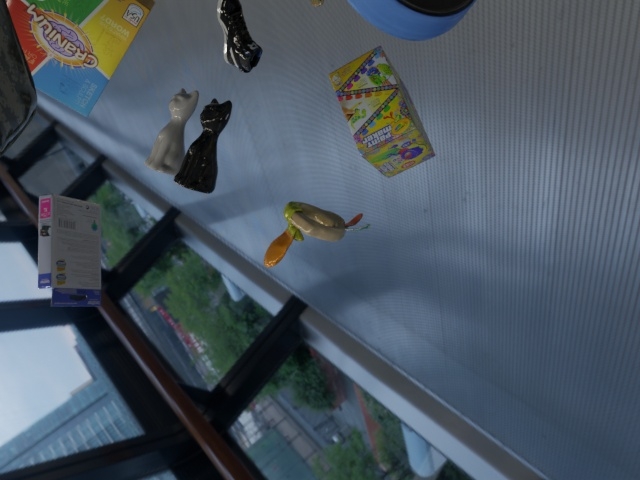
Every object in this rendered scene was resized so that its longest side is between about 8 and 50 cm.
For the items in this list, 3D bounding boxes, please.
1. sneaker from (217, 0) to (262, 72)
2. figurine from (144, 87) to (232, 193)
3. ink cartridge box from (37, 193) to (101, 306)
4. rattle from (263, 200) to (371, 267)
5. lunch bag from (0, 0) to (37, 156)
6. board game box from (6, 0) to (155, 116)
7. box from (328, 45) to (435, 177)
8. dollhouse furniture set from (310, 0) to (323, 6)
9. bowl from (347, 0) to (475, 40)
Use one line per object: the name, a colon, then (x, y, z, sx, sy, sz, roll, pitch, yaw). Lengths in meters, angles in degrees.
sneaker: (-0.211, -0.569, 1.440, 0.121, 0.079, 0.217, 35, 148, 24)
figurine: (-0.298, -0.239, 1.199, 0.215, 0.092, 0.209, 28, 101, 37)
ink cartridge box: (-0.713, 0.035, 1.495, 0.186, 0.065, 0.311, 18, -116, -69)
rattle: (0.000, 0.000, 1.072, 0.130, 0.199, 0.143, 19, 98, 36)
lunch bag: (-0.587, -0.275, 0.723, 0.212, 0.256, 0.305, -93, 4, -46)
board game box: (-0.548, -0.461, 1.142, 0.242, 0.316, 0.064, 30, -148, -27)
box: (0.194, -0.376, 1.595, 0.290, 0.177, 0.279, 15, -127, -67)
dollhouse furniture set: (-0.095, -0.754, 1.494, 0.161, 0.182, 0.101, 39, 121, 33)
bowl: (0.177, -0.606, 1.048, 0.391, 0.391, 0.077, 59, 152, -10)
